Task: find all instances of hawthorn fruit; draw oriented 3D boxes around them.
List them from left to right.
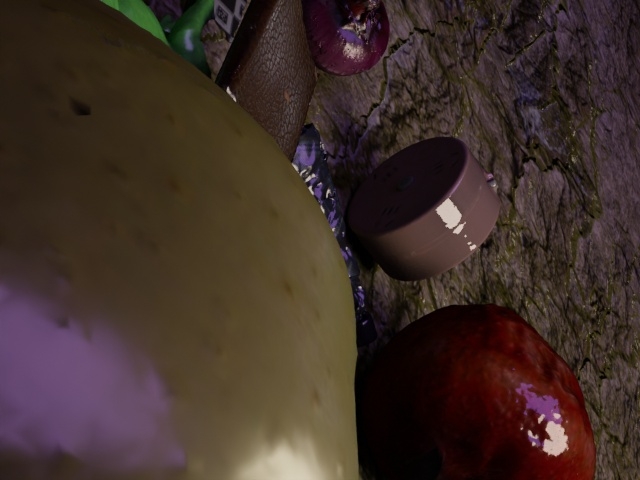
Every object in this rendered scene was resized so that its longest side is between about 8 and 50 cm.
[{"bbox_3d":[0.148,0.156,1.383,0.230,0.210,0.266,35,27,-25],"label":"hawthorn fruit"}]

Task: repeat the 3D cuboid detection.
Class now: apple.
[{"bbox_3d":[-0.220,0.071,0.590,0.473,0.474,0.473,37,42,-42],"label":"apple"}]

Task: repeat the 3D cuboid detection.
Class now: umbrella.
[{"bbox_3d":[0.000,-0.001,1.370,0.080,0.071,0.224,-30,103,-38],"label":"umbrella"}]

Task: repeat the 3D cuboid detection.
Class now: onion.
[{"bbox_3d":[0.027,-0.237,1.533,0.115,0.104,0.115,19,57,-32],"label":"onion"}]

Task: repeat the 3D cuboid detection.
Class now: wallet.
[{"bbox_3d":[-0.047,-0.138,1.223,0.243,0.039,0.133,-77,156,-53],"label":"wallet"}]

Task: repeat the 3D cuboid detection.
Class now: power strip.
[{"bbox_3d":[0.110,-0.036,1.479,0.078,0.154,0.154,52,33,-27],"label":"power strip"}]

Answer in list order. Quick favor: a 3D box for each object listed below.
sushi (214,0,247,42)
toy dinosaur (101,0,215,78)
[{"bbox_3d":[-0.100,-0.312,1.444,0.139,0.031,0.201,49,35,-31],"label":"sushi"},{"bbox_3d":[-0.213,-0.088,1.073,0.500,0.144,0.374,-45,124,-47],"label":"toy dinosaur"}]
